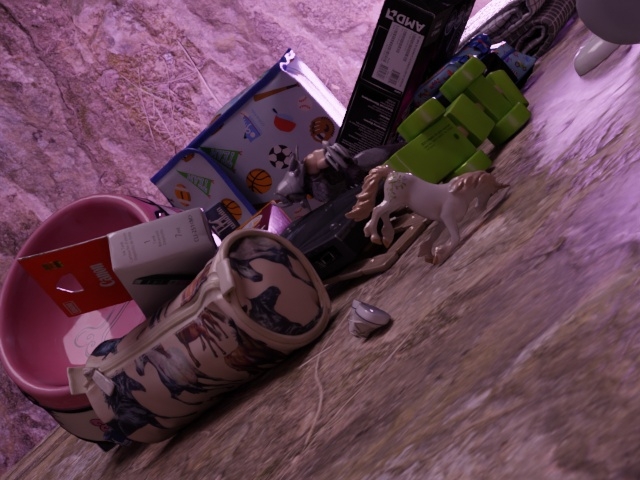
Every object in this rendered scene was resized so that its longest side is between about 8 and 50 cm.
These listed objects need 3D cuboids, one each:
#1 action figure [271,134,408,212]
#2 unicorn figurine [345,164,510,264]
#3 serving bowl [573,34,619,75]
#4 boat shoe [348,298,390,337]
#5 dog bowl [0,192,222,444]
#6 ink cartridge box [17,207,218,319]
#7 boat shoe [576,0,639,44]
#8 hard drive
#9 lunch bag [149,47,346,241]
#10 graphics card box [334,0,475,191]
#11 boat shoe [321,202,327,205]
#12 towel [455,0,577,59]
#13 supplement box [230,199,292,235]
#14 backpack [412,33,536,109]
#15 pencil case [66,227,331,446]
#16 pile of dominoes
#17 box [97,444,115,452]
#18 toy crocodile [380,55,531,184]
[{"bbox_3d":[0.061,-0.104,1.749,0.285,0.099,0.185,-20,-13,-5],"label":"action figure"},{"bbox_3d":[0.117,-0.034,1.252,0.060,0.161,0.111,-165,95,-78],"label":"unicorn figurine"},{"bbox_3d":[0.357,-0.250,1.552,0.083,0.027,0.083,-42,6,5],"label":"serving bowl"},{"bbox_3d":[0.044,0.082,1.207,0.100,0.035,0.035,-159,89,-80],"label":"boat shoe"},{"bbox_3d":[-0.343,0.106,1.913,0.408,0.408,0.150,-42,-38,9],"label":"dog bowl"},{"bbox_3d":[-0.247,0.057,1.601,0.238,0.060,0.275,-17,-19,-3],"label":"ink cartridge box"},{"bbox_3d":[0.393,-0.292,1.359,0.084,0.095,0.258,-40,14,-21],"label":"boat shoe"},{"bbox_3d":[0.000,0.000,1.649,0.254,0.054,0.172,-26,18,51],"label":"hard drive"},{"bbox_3d":[-0.103,-0.126,2.390,0.385,0.328,0.239,-39,8,17],"label":"lunch bag"},{"bbox_3d":[0.128,-0.244,1.986,0.233,0.094,0.371,-39,-28,-57],"label":"graphics card box"},{"bbox_3d":[0.012,-0.062,2.133,0.056,0.048,0.153,-48,-25,-53],"label":"boat shoe"},{"bbox_3d":[0.335,-0.367,2.209,0.283,0.121,0.235,-37,9,39],"label":"towel"},{"bbox_3d":[-0.096,0.017,2.002,0.104,0.081,0.188,-39,14,12],"label":"supplement box"},{"bbox_3d":[0.251,-0.252,1.896,0.173,0.117,0.158,-45,5,-35],"label":"backpack"},{"bbox_3d":[-0.158,0.131,1.543,0.183,0.160,0.410,-2,-24,-39],"label":"pencil case"},{"bbox_3d":[0.089,0.001,1.609,0.196,0.040,0.251,-45,14,-26],"label":"pile of dominoes"},{"bbox_3d":[-0.307,0.184,2.155,0.296,0.183,0.294,-41,5,10],"label":"box"},{"bbox_3d":[0.175,-0.137,1.552,0.105,0.115,0.340,-45,0,44],"label":"toy crocodile"}]
